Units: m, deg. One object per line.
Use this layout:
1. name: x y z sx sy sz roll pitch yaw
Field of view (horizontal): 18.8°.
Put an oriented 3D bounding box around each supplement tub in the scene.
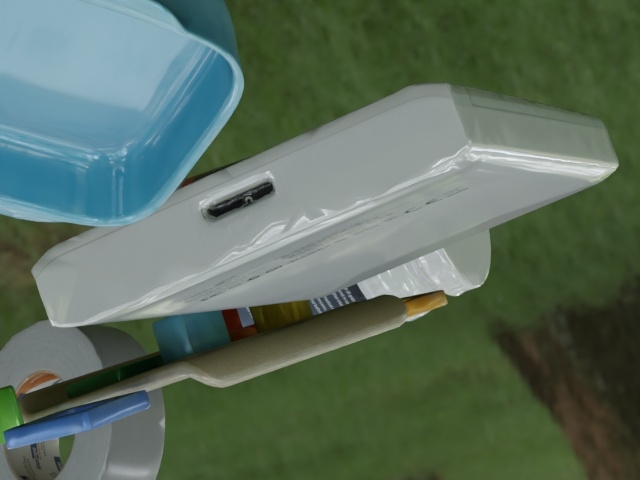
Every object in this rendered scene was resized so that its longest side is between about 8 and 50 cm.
1. supplement tub: 0.000 0.000 1.780 0.272 0.191 0.191 -17 173 23

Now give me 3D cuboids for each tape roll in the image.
1. tape roll: -0.252 0.190 1.915 0.219 0.219 0.072 -22 157 39

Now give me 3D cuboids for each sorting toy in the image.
1. sorting toy: -0.071 0.063 1.211 0.347 0.047 0.196 -16 180 -44

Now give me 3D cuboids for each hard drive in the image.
1. hard drive: 0.019 -0.015 0.941 0.203 0.040 0.307 -23 174 19

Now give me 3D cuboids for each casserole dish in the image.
1. casserole dish: -0.095 -0.060 0.705 0.114 0.037 0.188 16 154 -15
